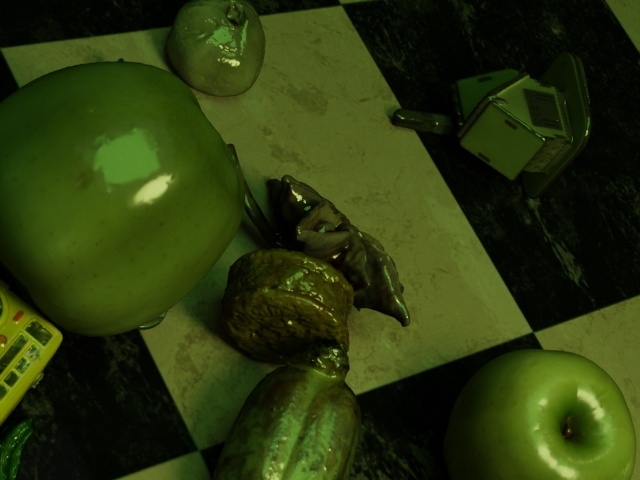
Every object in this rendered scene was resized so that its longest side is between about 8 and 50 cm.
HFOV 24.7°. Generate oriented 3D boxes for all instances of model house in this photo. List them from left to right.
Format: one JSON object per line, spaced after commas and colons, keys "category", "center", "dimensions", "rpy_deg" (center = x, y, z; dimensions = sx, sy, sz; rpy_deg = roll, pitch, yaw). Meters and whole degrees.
{"category": "model house", "center": [0.277, -0.213, 2.426], "dimensions": [0.279, 0.218, 0.205], "rpy_deg": [9, 54, -22]}

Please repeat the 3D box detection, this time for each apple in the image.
{"category": "apple", "center": [-0.275, -0.061, 1.842], "dimensions": [0.357, 0.357, 0.357], "rpy_deg": [17, 52, -22]}
{"category": "apple", "center": [0.303, 0.291, 2.051], "dimensions": [0.279, 0.279, 0.279], "rpy_deg": [17, 52, -22]}

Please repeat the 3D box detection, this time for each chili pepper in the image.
{"category": "chili pepper", "center": [-0.373, 0.290, 1.756], "dimensions": [0.073, 0.050, 0.182], "rpy_deg": [17, 51, -32]}

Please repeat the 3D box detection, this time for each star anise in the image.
{"category": "star anise", "center": [0.002, -0.001, 2.141], "dimensions": [0.349, 0.292, 0.109], "rpy_deg": [40, 88, -28]}

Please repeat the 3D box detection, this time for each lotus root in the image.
{"category": "lotus root", "center": [-0.032, 0.271, 1.905], "dimensions": [0.173, 0.173, 0.309], "rpy_deg": [30, 60, -12]}

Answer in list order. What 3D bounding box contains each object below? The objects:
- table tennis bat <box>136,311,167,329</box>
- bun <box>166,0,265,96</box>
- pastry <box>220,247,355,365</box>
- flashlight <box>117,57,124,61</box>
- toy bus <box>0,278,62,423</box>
{"category": "table tennis bat", "center": [-0.270, 0.055, 2.011], "dimensions": [0.100, 0.019, 0.155], "rpy_deg": [-28, 79, -41]}
{"category": "bun", "center": [-0.152, -0.317, 2.281], "dimensions": [0.167, 0.113, 0.173], "rpy_deg": [11, 56, -27]}
{"category": "pastry", "center": [-0.044, 0.094, 2.019], "dimensions": [0.189, 0.189, 0.103], "rpy_deg": [24, 54, -16]}
{"category": "flashlight", "center": [-0.308, -0.211, 2.164], "dimensions": [0.035, 0.057, 0.121], "rpy_deg": [2, 55, 20]}
{"category": "toy bus", "center": [-0.448, 0.201, 1.709], "dimensions": [0.152, 0.144, 0.330], "rpy_deg": [38, 45, -5]}
